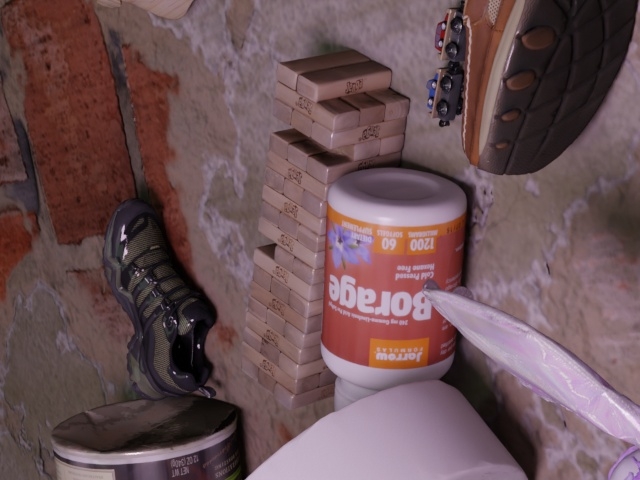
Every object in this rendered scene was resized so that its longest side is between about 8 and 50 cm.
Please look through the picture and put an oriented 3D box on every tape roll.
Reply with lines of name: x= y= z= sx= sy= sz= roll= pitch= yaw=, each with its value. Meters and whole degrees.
tape roll: x=0.037 y=0.251 z=1.397 sx=0.100 sy=0.286 sz=0.286 roll=51 pitch=136 yaw=29

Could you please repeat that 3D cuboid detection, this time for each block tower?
block tower: x=0.000 y=0.000 z=1.522 sx=0.091 sy=0.097 sz=0.335 roll=34 pitch=127 yaw=43

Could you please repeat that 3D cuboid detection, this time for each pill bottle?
pill bottle: x=0.062 y=0.054 z=1.436 sx=0.121 sy=0.121 sz=0.216 roll=25 pitch=120 yaw=46

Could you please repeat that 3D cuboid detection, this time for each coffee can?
coffee can: x=-0.176 y=0.327 z=1.759 sx=0.201 sy=0.201 sz=0.275 roll=8 pitch=107 yaw=51

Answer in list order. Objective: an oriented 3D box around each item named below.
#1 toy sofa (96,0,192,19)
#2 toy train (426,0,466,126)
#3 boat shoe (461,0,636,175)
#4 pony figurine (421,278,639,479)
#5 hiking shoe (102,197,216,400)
toy sofa: x=-0.128 y=-0.352 z=1.559 sx=0.362 sy=0.177 sz=0.150 roll=-21 pitch=59 yaw=53
toy train: x=0.112 y=-0.171 z=1.379 sx=0.036 sy=0.027 sz=0.158 roll=36 pitch=127 yaw=45
boat shoe: x=0.167 y=-0.212 z=1.235 sx=0.120 sy=0.122 sz=0.324 roll=36 pitch=120 yaw=47
pony figurine: x=0.228 y=0.162 z=1.029 sx=0.351 sy=0.303 sz=0.363 roll=2 pitch=77 yaw=67
hiking shoe: x=-0.162 y=0.062 z=1.776 sx=0.114 sy=0.086 sz=0.227 roll=-4 pitch=102 yaw=37
